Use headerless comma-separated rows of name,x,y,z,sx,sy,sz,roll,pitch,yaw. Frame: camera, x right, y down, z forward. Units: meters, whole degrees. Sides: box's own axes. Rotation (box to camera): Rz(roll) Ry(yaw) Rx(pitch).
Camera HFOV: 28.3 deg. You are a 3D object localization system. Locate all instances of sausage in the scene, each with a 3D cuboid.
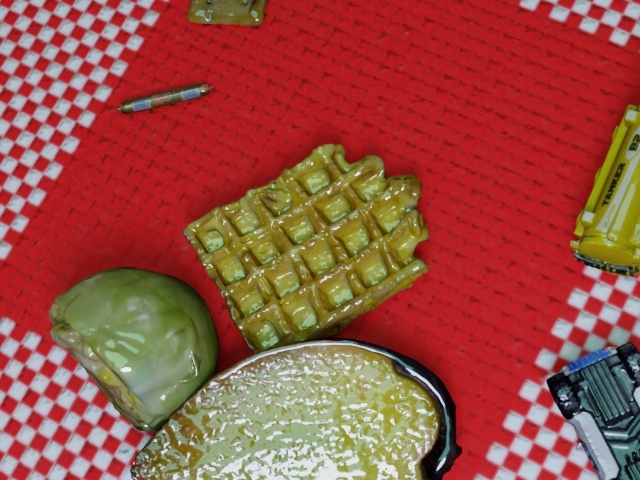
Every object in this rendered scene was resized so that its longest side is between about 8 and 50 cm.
sausage,-0.155,-0.141,1.261,0.100,0.015,0.015,-12,69,7

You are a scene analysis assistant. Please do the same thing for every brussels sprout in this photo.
brussels sprout,-0.155,0.082,1.118,0.122,0.149,0.151,-45,108,-21

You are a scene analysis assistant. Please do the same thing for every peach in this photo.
peach,-0.020,0.182,1.090,0.279,0.068,0.189,-4,82,2

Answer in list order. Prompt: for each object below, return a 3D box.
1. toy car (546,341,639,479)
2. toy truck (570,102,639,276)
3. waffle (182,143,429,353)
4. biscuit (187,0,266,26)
toy car,0.256,0.171,1.042,0.080,0.070,0.170,-25,66,1
toy truck,0.306,-0.071,1.105,0.114,0.098,0.226,20,77,23
waffle,0.000,0.000,1.160,0.211,0.055,0.160,-33,69,-1
biscuit,-0.091,-0.257,1.289,0.081,0.018,0.083,6,72,13
